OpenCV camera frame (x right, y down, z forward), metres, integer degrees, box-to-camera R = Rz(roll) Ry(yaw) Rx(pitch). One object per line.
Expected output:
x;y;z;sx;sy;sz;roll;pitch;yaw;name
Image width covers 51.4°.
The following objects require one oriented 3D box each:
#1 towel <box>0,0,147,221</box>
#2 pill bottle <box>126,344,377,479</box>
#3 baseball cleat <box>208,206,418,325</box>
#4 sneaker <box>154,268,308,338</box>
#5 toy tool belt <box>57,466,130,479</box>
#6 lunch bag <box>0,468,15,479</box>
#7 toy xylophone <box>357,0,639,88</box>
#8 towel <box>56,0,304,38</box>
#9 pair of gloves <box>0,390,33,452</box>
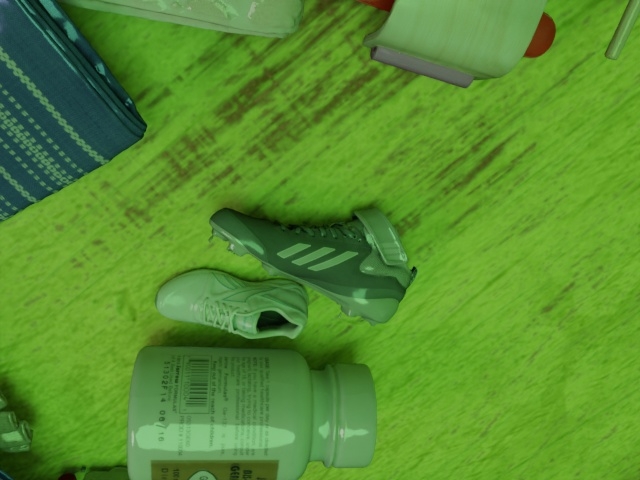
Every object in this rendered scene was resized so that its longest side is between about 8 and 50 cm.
-0.331;-0.104;0.509;0.335;0.040;0.243;-24;123;18;towel
-0.066;0.172;0.656;0.229;0.131;0.131;3;114;-9;pill bottle
0.000;0.000;0.632;0.205;0.072;0.109;30;94;-24;baseball cleat
-0.084;0.064;0.645;0.152;0.061;0.054;3;116;-7;sneaker
-0.244;0.282;0.728;0.083;0.052;0.051;1;106;-7;toy tool belt
-0.428;0.277;0.637;0.293;0.138;0.221;39;105;-24;lunch bag
0.162;-0.265;0.514;0.236;0.081;0.323;21;110;-16;toy xylophone
-0.148;-0.313;0.414;0.316;0.053;0.332;6;123;-6;towel
-0.379;0.256;0.701;0.204;0.042;0.240;-15;109;6;pair of gloves
